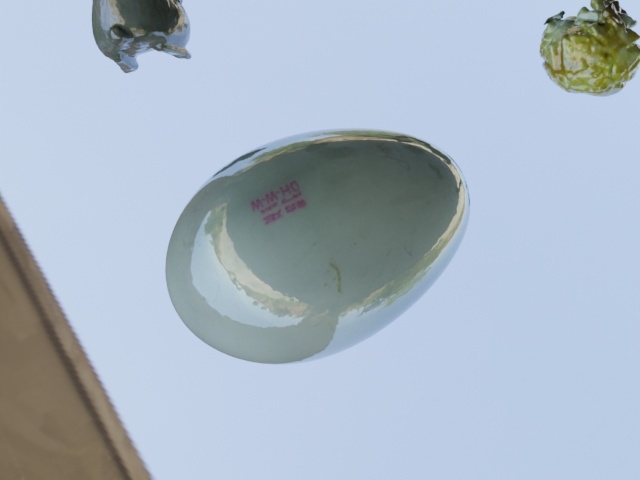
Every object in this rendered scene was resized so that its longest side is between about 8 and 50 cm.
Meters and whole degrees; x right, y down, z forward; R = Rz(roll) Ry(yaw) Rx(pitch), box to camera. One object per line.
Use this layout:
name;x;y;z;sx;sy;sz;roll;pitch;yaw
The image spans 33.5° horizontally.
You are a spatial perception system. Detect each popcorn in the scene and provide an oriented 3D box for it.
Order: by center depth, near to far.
popcorn;0.497;-0.363;1.939;0.198;0.198;0.212;28;-92;-15

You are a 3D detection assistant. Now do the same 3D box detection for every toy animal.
toy animal;-0.217;-0.338;1.278;0.126;0.127;0.251;-3;-98;-17

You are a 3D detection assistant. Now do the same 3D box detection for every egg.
egg;0.000;0.000;0.880;0.264;0.183;0.182;-23;-109;-9
